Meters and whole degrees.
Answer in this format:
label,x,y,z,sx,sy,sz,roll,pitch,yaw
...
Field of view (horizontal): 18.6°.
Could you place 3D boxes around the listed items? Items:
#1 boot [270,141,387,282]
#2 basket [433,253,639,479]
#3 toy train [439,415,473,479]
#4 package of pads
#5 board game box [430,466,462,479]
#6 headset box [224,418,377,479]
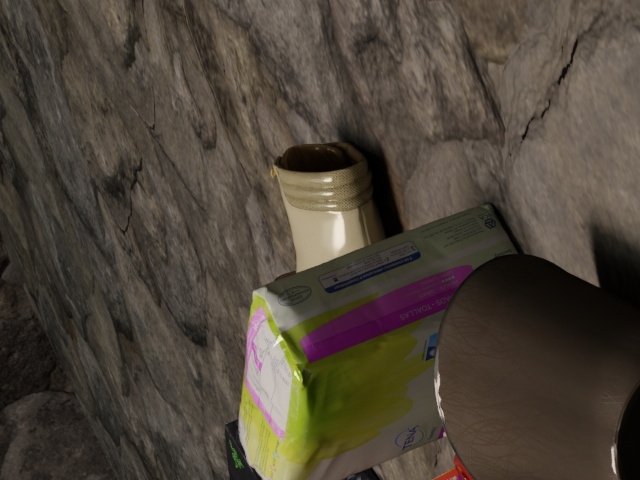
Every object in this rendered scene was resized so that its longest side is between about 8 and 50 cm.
label,x,y,z,sx,sy,sz,roll,pitch,yaw
boot,0.000,0.000,1.947,0.262,0.095,0.203,19,129,67
basket,0.201,0.118,1.368,0.227,0.154,0.204,12,124,66
toy train,0.186,0.207,1.629,0.143,0.105,0.248,57,165,-8
package of pads,0.045,0.108,1.701,0.101,0.229,0.296,61,163,25
board game box,0.159,0.289,1.783,0.147,0.045,0.193,63,-177,19
headset box,-0.002,0.353,2.332,0.246,0.131,0.283,87,156,-47
